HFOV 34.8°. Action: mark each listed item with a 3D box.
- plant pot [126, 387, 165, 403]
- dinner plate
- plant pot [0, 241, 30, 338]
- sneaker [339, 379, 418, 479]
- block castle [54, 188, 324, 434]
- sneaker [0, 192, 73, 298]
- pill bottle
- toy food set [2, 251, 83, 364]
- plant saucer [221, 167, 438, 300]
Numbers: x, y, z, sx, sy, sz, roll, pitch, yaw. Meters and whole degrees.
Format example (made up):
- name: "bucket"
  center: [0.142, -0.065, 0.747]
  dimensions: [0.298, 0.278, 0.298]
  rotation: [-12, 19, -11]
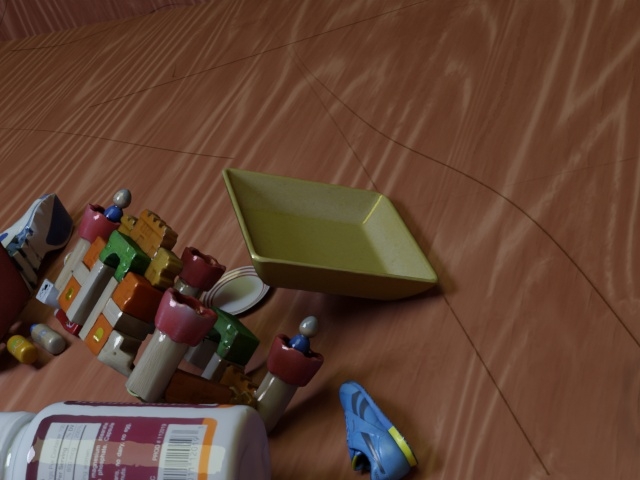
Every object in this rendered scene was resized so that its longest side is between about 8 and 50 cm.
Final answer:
- name: "plant pot"
  center: [-0.268, 0.255, 1.705]
  dimensions: [0.083, 0.079, 0.083]
  rotation: [-17, 34, 12]
- name: "dinner plate"
  center: [-0.156, 0.099, 1.912]
  dimensions: [0.141, 0.017, 0.141]
  rotation: [-15, 34, 11]
- name: "plant pot"
  center: [-0.735, 0.118, 1.993]
  dimensions: [0.267, 0.236, 0.267]
  rotation: [-31, 25, 36]
- name: "sneaker"
  center: [0.060, 0.278, 1.486]
  dimensions: [0.082, 0.069, 0.209]
  rotation: [-32, 34, -7]
- name: "block castle"
  center: [-0.221, 0.099, 1.656]
  dimensions: [0.213, 0.303, 0.453]
  rotation: [-60, 37, 5]
- name: "sneaker"
  center: [-0.691, 0.022, 2.243]
  dimensions: [0.182, 0.127, 0.315]
  rotation: [-4, 39, 23]
- name: "pill bottle"
  center: [-0.281, 0.336, 1.409]
  dimensions: [0.392, 0.224, 0.224]
  rotation: [-1, 38, 12]
- name: "toy food set"
  center: [-0.518, 0.128, 1.990]
  dimensions: [0.104, 0.111, 0.232]
  rotation: [22, 85, 47]
- name: "plant saucer"
  center: [0.000, 0.000, 1.790]
  dimensions: [0.333, 0.081, 0.333]
  rotation: [9, 27, -20]
